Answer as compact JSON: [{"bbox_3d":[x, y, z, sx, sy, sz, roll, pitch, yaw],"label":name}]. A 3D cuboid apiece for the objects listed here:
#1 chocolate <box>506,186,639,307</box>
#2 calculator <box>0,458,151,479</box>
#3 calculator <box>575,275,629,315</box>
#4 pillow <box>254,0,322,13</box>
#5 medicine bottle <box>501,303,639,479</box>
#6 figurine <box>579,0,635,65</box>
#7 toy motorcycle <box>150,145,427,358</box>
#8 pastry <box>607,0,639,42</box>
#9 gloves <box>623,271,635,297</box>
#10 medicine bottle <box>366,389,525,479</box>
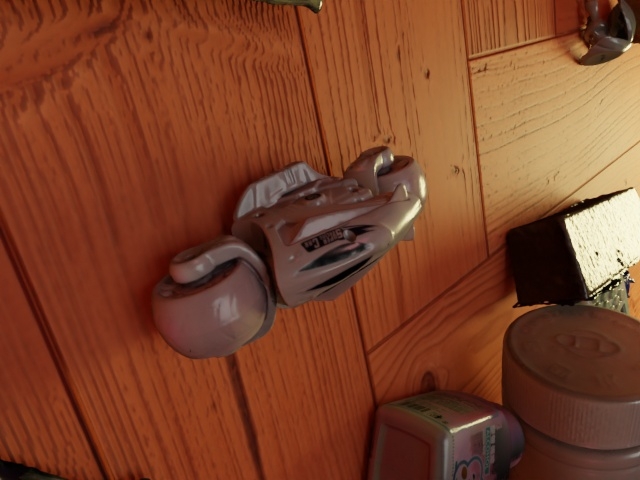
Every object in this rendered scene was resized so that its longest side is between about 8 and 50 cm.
[{"bbox_3d":[0.388,0.000,0.734,0.321,0.111,0.112,-17,91,-40],"label":"chocolate"},{"bbox_3d":[-0.207,0.237,0.251,0.177,0.040,0.268,43,71,-36],"label":"calculator"},{"bbox_3d":[0.530,0.144,0.938,0.184,0.042,0.296,-41,119,-33],"label":"calculator"},{"bbox_3d":[-0.114,-0.214,0.252,0.302,0.074,0.185,-24,113,-42],"label":"pillow"},{"bbox_3d":[0.338,0.260,0.647,0.189,0.189,0.333,-34,123,-35],"label":"medicine bottle"},{"bbox_3d":[0.443,-0.325,0.780,0.094,0.082,0.086,13,68,-69],"label":"figurine"},{"bbox_3d":[0.000,0.000,0.365,0.254,0.112,0.113,-34,117,-34],"label":"toy motorcycle"},{"bbox_3d":[0.561,-0.367,0.829,0.153,0.153,0.081,-1,105,-43],"label":"pastry"},{"bbox_3d":[0.634,0.092,1.039,0.086,0.026,0.064,39,67,-39],"label":"gloves"},{"bbox_3d":[0.143,0.230,0.539,0.187,0.094,0.119,5,91,-44],"label":"medicine bottle"}]
